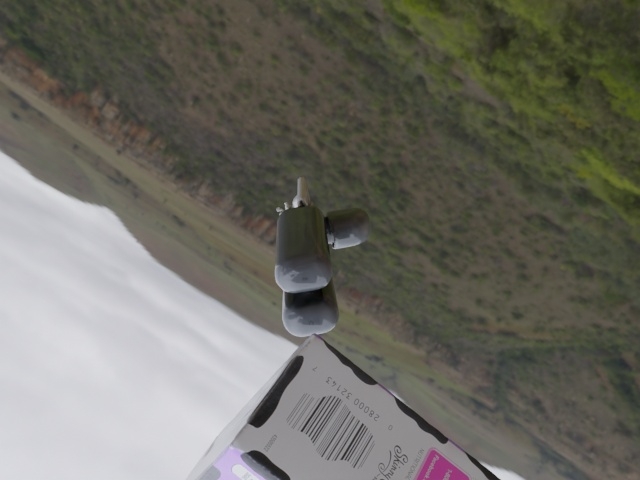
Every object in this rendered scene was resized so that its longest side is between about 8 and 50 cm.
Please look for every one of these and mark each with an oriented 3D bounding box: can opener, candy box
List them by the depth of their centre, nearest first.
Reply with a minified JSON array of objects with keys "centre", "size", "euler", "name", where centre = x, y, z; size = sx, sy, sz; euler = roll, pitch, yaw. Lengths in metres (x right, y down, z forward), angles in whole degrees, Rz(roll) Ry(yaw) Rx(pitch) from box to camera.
[{"centre":[0.027,0.160,0.388],"size":[0.196,0.070,0.165],"euler":[38,143,1],"name":"candy box"},{"centre":[0.000,0.000,0.702],"size":[0.093,0.074,0.280],"euler":[-9,-163,5],"name":"can opener"}]
